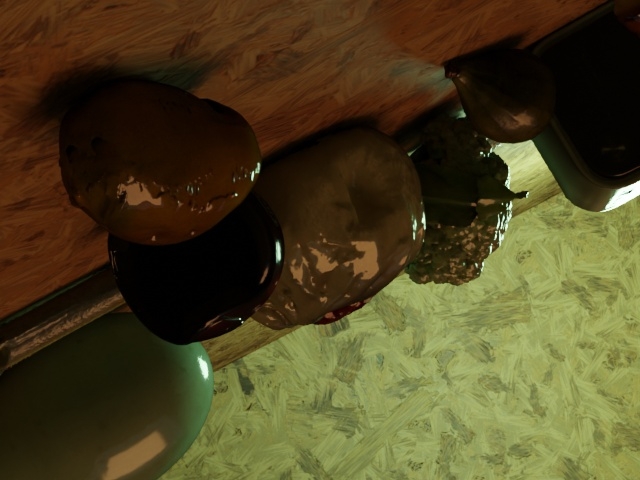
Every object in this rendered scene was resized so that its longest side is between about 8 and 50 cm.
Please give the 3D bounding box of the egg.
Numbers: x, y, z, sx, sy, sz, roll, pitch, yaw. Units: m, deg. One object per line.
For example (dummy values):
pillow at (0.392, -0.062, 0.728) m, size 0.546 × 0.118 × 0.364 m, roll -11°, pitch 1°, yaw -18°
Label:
egg at (-0.346, 0.263, 2.076) m, size 0.388 × 0.276 × 0.276 m, roll -26°, pitch 171°, yaw -5°

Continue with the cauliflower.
cauliflower at (0.163, -0.072, 2.088) m, size 0.239 × 0.315 × 0.256 m, roll -51°, pitch 145°, yaw -44°

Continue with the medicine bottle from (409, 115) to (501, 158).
medicine bottle at (0.231, -0.154, 2.180) m, size 0.083 × 0.083 × 0.203 m, roll -19°, pitch 168°, yaw -48°

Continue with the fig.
fig at (0.230, -0.207, 1.860) m, size 0.184 × 0.133 × 0.126 m, roll 15°, pitch 173°, yaw -18°

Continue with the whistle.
whistle at (-0.321, 0.083, 1.856) m, size 0.326 × 0.057 × 0.068 m, roll -28°, pitch 168°, yaw -4°

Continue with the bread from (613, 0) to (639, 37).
bread at (0.537, -0.356, 1.642) m, size 0.323 × 0.143 × 0.333 m, roll -33°, pitch 159°, yaw 30°

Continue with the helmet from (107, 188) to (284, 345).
helmet at (-0.145, 0.021, 1.629) m, size 0.216 × 0.189 × 0.193 m, roll -40°, pitch 171°, yaw 17°

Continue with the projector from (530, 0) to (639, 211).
projector at (0.451, -0.204, 2.047) m, size 0.248 × 0.248 × 0.249 m, roll -30°, pitch 171°, yaw 1°

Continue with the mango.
mango at (-0.145, -0.069, 1.230) m, size 0.156 × 0.151 × 0.248 m, roll 4°, pitch -176°, yaw 17°

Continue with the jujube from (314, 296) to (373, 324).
jujube at (0.026, 0.048, 2.396) m, size 0.250 × 0.174 × 0.174 m, roll -32°, pitch 172°, yaw 38°

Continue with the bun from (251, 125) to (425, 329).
bun at (0.000, 0.000, 1.898) m, size 0.359 × 0.211 × 0.360 m, roll -29°, pitch 173°, yaw -4°
